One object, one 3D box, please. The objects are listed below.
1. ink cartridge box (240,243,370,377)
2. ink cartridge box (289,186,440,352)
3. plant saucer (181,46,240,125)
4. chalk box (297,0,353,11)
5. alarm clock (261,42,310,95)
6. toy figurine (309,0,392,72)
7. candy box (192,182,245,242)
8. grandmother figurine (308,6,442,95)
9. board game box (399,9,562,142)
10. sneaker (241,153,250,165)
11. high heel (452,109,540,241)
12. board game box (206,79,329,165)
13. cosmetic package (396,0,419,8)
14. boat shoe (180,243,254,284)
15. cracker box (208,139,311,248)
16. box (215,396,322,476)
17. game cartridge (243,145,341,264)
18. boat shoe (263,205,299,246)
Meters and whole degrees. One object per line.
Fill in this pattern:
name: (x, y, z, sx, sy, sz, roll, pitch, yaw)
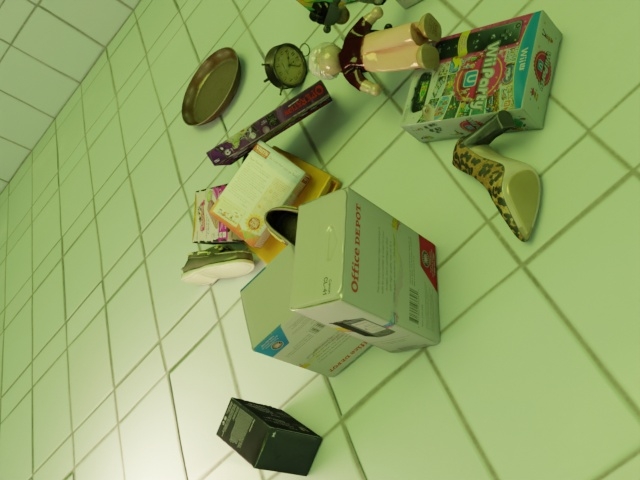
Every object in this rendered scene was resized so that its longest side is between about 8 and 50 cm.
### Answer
ink cartridge box: (-0.019, 0.154, 1.365, 0.171, 0.233, 0.168, -43, 42, 22)
ink cartridge box: (0.095, 0.066, 1.235, 0.131, 0.306, 0.226, -19, 55, 39)
plant saucer: (-0.378, -0.534, 2.267, 0.310, 0.050, 0.310, -25, 52, 36)
chalk box: (0.032, -0.815, 1.889, 0.289, 0.180, 0.179, 11, 77, 50)
alarm clock: (-0.094, -0.528, 1.915, 0.064, 0.129, 0.192, 6, 45, 51)
toy figurine: (0.095, -0.547, 1.659, 0.213, 0.148, 0.209, -17, 87, 44)
candy box: (-0.281, -0.071, 1.811, 0.233, 0.071, 0.159, -5, 81, 56)
grandmother figurine: (0.112, -0.441, 1.493, 0.342, 0.104, 0.208, 0, 74, 41)
board game box: (0.336, -0.339, 1.371, 0.303, 0.097, 0.224, 1, 71, 46)
sneaker: (-0.191, -0.180, 1.809, 0.057, 0.075, 0.161, 53, 138, 28)
high heel: (0.340, -0.103, 1.277, 0.186, 0.093, 0.261, 140, 125, -63)
board game box: (-0.128, -0.306, 1.708, 0.347, 0.056, 0.208, -31, 9, 7)
cosmetic package: (0.234, -0.824, 1.671, 0.155, 0.197, 0.365, -13, 59, 42)
boat shoe: (-0.290, 0.058, 1.800, 0.305, 0.109, 0.091, -15, 63, 46)
cracker box: (-0.154, -0.117, 1.646, 0.156, 0.067, 0.232, 37, 95, 15)
box: (-0.111, 0.419, 1.373, 0.158, 0.156, 0.093, 17, 83, 49)
game cartridge: (-0.110, -0.091, 1.745, 0.285, 0.053, 0.324, -59, 37, 4)
boat shoe: (0.000, 0.000, 1.499, 0.324, 0.097, 0.116, 26, 90, 37)
